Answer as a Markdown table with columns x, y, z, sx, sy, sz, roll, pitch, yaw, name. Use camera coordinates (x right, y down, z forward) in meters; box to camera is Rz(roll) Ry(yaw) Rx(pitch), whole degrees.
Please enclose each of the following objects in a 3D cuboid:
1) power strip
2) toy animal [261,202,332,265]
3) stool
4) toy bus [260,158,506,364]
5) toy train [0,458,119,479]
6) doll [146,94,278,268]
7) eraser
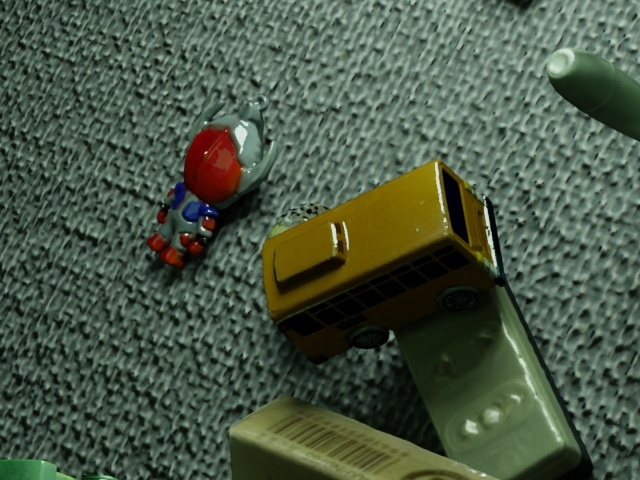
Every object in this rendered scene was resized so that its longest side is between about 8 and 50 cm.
| x | y | z | sx | sy | sz | roll | pitch | yaw | name |
| --- | --- | --- | --- | --- | --- | --- | --- | --- | --- |
| 0.141 | 0.120 | 1.656 | 0.105 | 0.070 | 0.257 | -35 | 53 | 17 | power strip |
| 0.000 | 0.000 | 1.804 | 0.098 | 0.098 | 0.137 | -19 | 37 | 27 | toy animal |
| 0.329 | -0.122 | 1.558 | 0.195 | 0.198 | 0.195 | -48 | 52 | 5 | stool |
| 0.047 | 0.021 | 1.654 | 0.201 | 0.114 | 0.098 | -25 | 51 | 24 | toy bus |
| -0.249 | 0.344 | 1.737 | 0.120 | 0.202 | 0.301 | -9 | 63 | 37 | toy train |
| -0.107 | -0.062 | 1.927 | 0.195 | 0.062 | 0.104 | -58 | 32 | 8 | doll |
| 0.069 | 0.249 | 1.595 | 0.343 | 0.078 | 0.144 | 17 | 122 | 39 | eraser |
